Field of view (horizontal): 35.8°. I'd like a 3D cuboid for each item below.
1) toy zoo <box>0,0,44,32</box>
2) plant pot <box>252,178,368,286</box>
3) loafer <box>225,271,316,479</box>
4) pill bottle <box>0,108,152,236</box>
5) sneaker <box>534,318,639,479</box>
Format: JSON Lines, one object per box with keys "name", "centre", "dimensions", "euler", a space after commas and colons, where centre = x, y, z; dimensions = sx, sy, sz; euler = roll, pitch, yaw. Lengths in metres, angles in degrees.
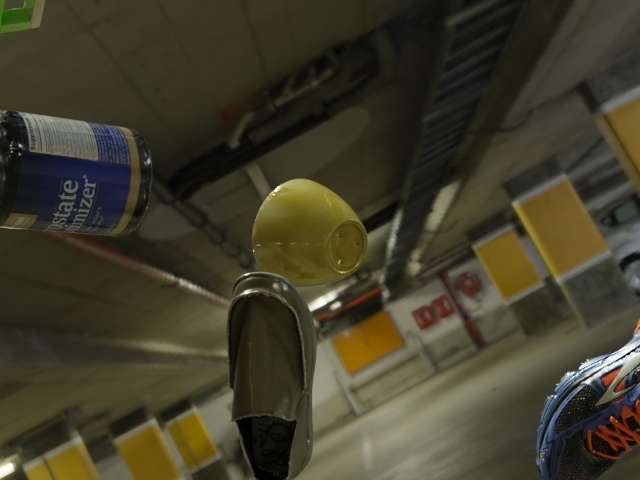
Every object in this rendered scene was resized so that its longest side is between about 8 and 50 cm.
{"name": "toy zoo", "centre": [-0.465, -0.309, 1.179], "dimensions": [0.293, 0.030, 0.192], "euler": [-17, -24, -34]}
{"name": "plant pot", "centre": [0.000, 0.000, 1.184], "dimensions": [0.134, 0.134, 0.095], "euler": [-23, 27, -36]}
{"name": "loafer", "centre": [-0.050, 0.156, 1.053], "dimensions": [0.094, 0.251, 0.087], "euler": [-5, 19, 8]}
{"name": "pill bottle", "centre": [-0.299, -0.071, 1.037], "dimensions": [0.219, 0.123, 0.123], "euler": [4, -27, -36]}
{"name": "sneaker", "centre": [0.264, 0.129, 0.814], "dimensions": [0.221, 0.083, 0.087], "euler": [-50, 23, 11]}
